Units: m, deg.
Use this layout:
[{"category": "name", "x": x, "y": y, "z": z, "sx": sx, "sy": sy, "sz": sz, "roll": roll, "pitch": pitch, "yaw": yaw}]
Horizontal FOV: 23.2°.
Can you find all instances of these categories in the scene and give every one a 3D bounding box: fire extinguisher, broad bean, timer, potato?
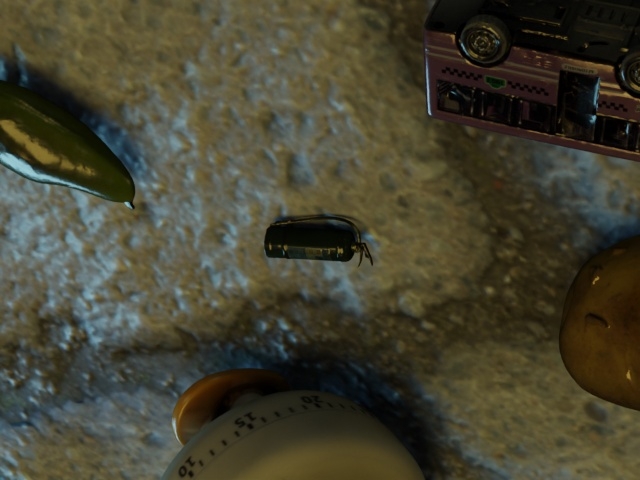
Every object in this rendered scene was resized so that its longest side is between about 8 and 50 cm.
[{"category": "fire extinguisher", "x": 0.000, "y": 0.000, "z": 1.181, "sx": 0.083, "sy": 0.025, "sz": 0.038, "roll": 5, "pitch": 105, "yaw": 20}, {"category": "broad bean", "x": -0.276, "y": -0.115, "z": 1.177, "sx": 0.325, "sy": 0.067, "sz": 0.075, "roll": 33, "pitch": 123, "yaw": -7}, {"category": "timer", "x": -0.019, "y": 0.242, "z": 1.230, "sx": 0.240, "sy": 0.233, "sz": 0.233, "roll": 46, "pitch": 152, "yaw": 49}, {"category": "potato", "x": 0.249, "y": 0.059, "z": 1.060, "sx": 0.176, "sy": 0.137, "sz": 0.137, "roll": 13, "pitch": 134, "yaw": 42}]

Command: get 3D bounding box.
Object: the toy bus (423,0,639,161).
[{"category": "toy bus", "x": 0.159, "y": -0.110, "z": 0.989, "sx": 0.178, "sy": 0.087, "sz": 0.098, "roll": 13, "pitch": 132, "yaw": 17}]
